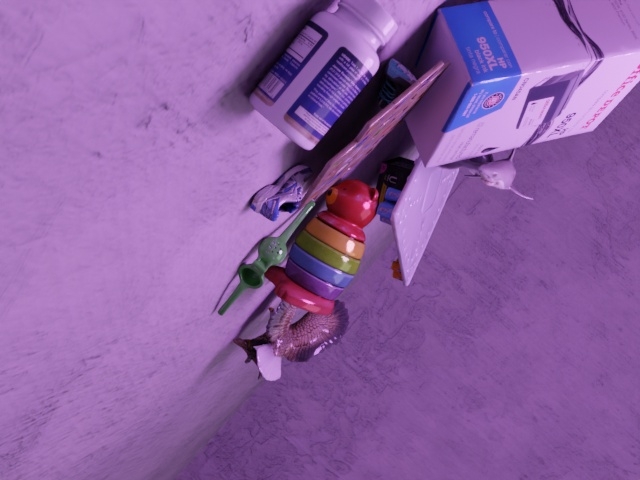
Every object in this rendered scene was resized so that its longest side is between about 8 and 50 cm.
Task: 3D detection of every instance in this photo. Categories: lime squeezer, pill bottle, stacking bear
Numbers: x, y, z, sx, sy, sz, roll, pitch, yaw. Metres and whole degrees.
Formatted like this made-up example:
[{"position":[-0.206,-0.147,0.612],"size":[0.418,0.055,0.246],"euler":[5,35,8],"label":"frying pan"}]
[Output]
[{"position":[-0.120,0.041,1.214],"size":[0.310,0.059,0.110],"euler":[-51,-160,8],"label":"lime squeezer"},{"position":[0.006,-0.194,0.686],"size":[0.169,0.094,0.094],"euler":[-49,170,9],"label":"pill bottle"},{"position":[0.024,0.000,1.320],"size":[0.289,0.164,0.175],"euler":[-61,-155,7],"label":"stacking bear"}]

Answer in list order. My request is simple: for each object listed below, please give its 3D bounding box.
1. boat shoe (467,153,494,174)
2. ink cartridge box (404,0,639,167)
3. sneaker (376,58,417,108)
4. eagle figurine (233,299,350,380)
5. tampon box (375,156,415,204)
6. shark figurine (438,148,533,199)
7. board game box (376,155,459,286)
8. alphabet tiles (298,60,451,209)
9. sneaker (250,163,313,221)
[{"position":[0.404,-0.277,1.661],"size":[0.084,0.233,0.079],"euler":[-23,165,5],"label":"boat shoe"},{"position":[0.384,-0.307,1.149],"size":[0.395,0.166,0.285],"euler":[-14,160,-12],"label":"ink cartridge box"},{"position":[0.130,-0.258,1.054],"size":[0.076,0.065,0.166],"euler":[-46,169,12],"label":"sneaker"},{"position":[-0.085,0.233,1.683],"size":[0.298,0.225,0.226],"euler":[-38,160,4],"label":"eagle figurine"},{"position":[0.218,-0.146,1.612],"size":[0.161,0.101,0.120],"euler":[-25,131,-63],"label":"tampon box"},{"position":[0.378,-0.174,1.330],"size":[0.278,0.166,0.116],"euler":[-116,-135,-72],"label":"shark figurine"},{"position":[0.252,-0.131,1.491],"size":[0.390,0.050,0.390],"euler":[-63,158,-19],"label":"board game box"},{"position":[0.084,-0.174,1.043],"size":[0.285,0.011,0.342],"euler":[-43,179,-20],"label":"alphabet tiles"},{"position":[-0.052,-0.073,1.001],"size":[0.135,0.058,0.052],"euler":[-42,168,-34],"label":"sneaker"}]
